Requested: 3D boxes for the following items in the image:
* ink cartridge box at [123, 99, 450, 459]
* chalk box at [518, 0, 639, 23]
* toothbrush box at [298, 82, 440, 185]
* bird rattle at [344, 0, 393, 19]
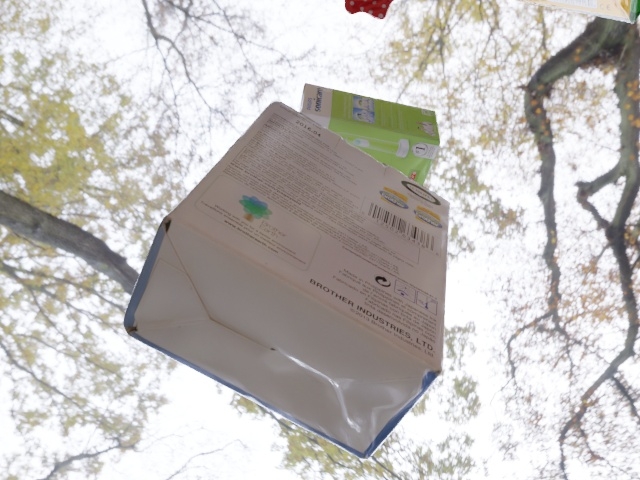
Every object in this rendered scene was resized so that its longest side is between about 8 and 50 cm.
[{"bbox_3d":[0.000,0.000,0.685,0.270,0.151,0.395,30,-147,-5],"label":"ink cartridge box"},{"bbox_3d":[0.389,-0.462,0.771,0.180,0.179,0.289,28,-102,34],"label":"chalk box"},{"bbox_3d":[0.081,-0.185,1.259,0.283,0.206,0.122,9,-137,-6],"label":"toothbrush box"},{"bbox_3d":[0.053,-0.523,1.057,0.253,0.207,0.143,29,-145,-11],"label":"bird rattle"}]
